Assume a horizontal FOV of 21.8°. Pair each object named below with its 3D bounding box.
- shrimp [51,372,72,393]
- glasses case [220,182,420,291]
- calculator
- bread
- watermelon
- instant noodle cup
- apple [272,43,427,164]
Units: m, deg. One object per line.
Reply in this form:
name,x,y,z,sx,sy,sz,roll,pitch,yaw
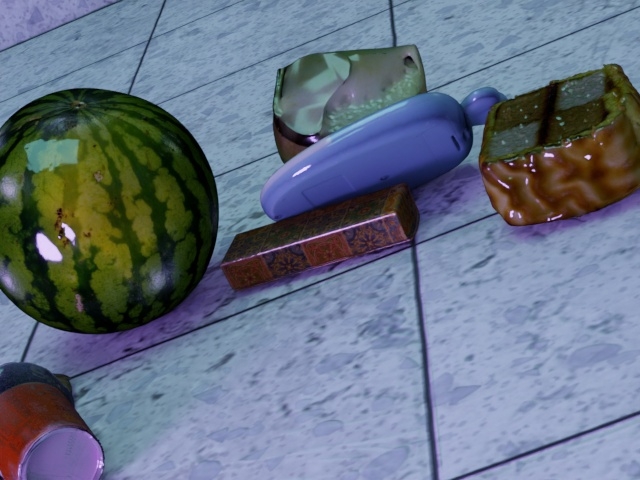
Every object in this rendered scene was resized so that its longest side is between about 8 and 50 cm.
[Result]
shrimp,-0.349,0.207,1.758,0.169,0.058,0.296,-20,18,7
glasses case,0.000,0.000,1.862,0.218,0.049,0.075,-17,24,21
calculator,0.073,-0.096,1.882,0.303,0.042,0.188,-23,-22,9
bread,0.260,-0.102,1.750,0.181,0.096,0.222,-19,19,16
watermelon,-0.258,-0.032,1.908,0.285,0.285,0.285,-22,21,9
instant noodle cup,-0.276,0.198,1.617,0.127,0.127,0.136,-33,30,-20
apple,0.038,-0.155,2.030,0.188,0.173,0.207,-2,21,3
